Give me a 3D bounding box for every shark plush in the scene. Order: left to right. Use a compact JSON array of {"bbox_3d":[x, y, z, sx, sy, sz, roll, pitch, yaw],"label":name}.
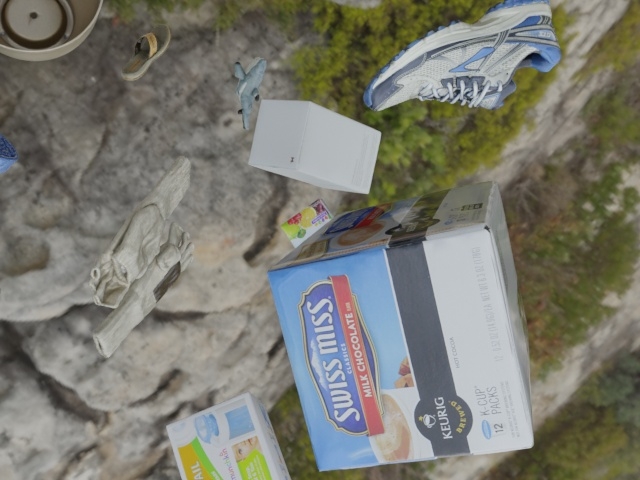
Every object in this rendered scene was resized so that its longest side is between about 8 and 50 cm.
[{"bbox_3d":[-0.160,-0.329,1.717,0.073,0.067,0.161,9,106,-47],"label":"shark plush"}]

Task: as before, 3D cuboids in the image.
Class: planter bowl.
[{"bbox_3d":[-0.337,-0.279,0.902,0.162,0.162,0.109,-32,-177,-18],"label":"planter bowl"}]

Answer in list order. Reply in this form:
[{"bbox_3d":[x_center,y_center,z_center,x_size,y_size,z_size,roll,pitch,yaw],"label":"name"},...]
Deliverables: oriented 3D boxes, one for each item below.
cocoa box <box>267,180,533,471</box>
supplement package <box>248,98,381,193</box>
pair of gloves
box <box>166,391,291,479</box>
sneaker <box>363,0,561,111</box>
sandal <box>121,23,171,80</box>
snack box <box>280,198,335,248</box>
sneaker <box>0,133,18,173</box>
[{"bbox_3d":[0.113,0.080,0.909,0.228,0.231,0.347,-11,-171,16],"label":"cocoa box"},{"bbox_3d":[-0.006,-0.143,1.197,0.179,0.105,0.105,12,90,-50],"label":"supplement package"},{"bbox_3d":[-0.218,0.028,0.983,0.204,0.042,0.240,-58,171,-36],"label":"pair of gloves"},{"bbox_3d":[-0.095,0.306,0.944,0.114,0.203,0.103,-23,158,-2],"label":"box"},{"bbox_3d":[0.092,-0.106,0.481,0.135,0.058,0.052,-26,180,-7],"label":"sneaker"},{"bbox_3d":[-0.412,-0.450,1.819,0.180,0.072,0.049,-59,147,-25],"label":"sandal"},{"bbox_3d":[0.000,0.000,1.565,0.100,0.141,0.037,-35,174,10],"label":"snack box"},{"bbox_3d":[-0.436,-0.099,0.803,0.090,0.081,0.232,-48,147,18],"label":"sneaker"}]
